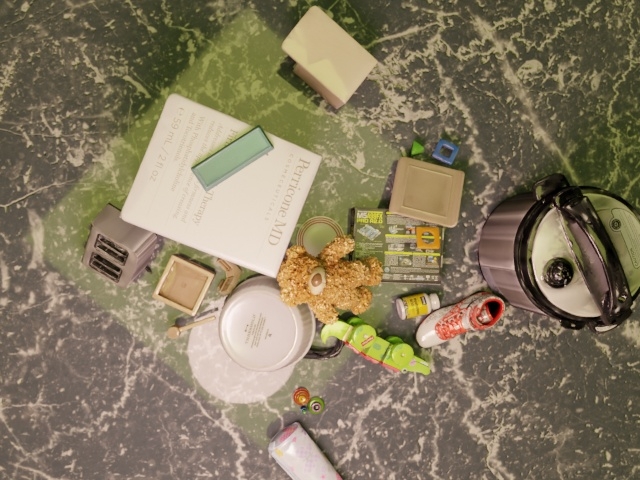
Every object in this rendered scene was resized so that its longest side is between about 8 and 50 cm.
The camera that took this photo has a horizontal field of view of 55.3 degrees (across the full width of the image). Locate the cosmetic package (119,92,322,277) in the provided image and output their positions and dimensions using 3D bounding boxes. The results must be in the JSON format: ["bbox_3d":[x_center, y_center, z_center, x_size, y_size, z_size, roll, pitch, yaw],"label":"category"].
[{"bbox_3d":[-0.248,-0.133,1.589,0.393,0.327,0.329,21,89,-8],"label":"cosmetic package"}]

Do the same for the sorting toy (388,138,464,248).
[{"bbox_3d":[0.303,-0.134,1.754,0.196,0.047,0.348,13,71,1],"label":"sorting toy"}]

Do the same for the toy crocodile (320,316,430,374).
[{"bbox_3d":[0.160,0.306,1.743,0.340,0.115,0.105,28,89,-15],"label":"toy crocodile"}]

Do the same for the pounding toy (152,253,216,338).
[{"bbox_3d":[-0.368,0.169,1.697,0.181,0.094,0.206,26,89,-6],"label":"pounding toy"}]

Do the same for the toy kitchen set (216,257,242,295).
[{"bbox_3d":[-0.279,0.102,1.711,0.075,0.068,0.083,50,42,-27],"label":"toy kitchen set"}]

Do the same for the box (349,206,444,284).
[{"bbox_3d":[0.221,0.016,1.782,0.270,0.060,0.216,2,91,-7],"label":"box"}]

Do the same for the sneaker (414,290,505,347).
[{"bbox_3d":[0.402,0.232,1.766,0.270,0.145,0.090,-29,95,-5],"label":"sneaker"}]

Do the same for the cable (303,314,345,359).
[{"bbox_3d":[-0.007,0.269,1.769,0.184,0.047,0.151,7,80,-17],"label":"cable"}]

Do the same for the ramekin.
[{"bbox_3d":[-0.153,0.234,1.667,0.272,0.127,0.273,0,92,8],"label":"ramekin"}]

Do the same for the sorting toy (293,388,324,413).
[{"bbox_3d":[-0.035,0.474,1.771,0.102,0.042,0.061,33,87,-7],"label":"sorting toy"}]

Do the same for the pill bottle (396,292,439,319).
[{"bbox_3d":[0.286,0.189,1.791,0.116,0.065,0.065,-13,93,-7],"label":"pill bottle"}]

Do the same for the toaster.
[{"bbox_3d":[-0.534,0.021,1.632,0.185,0.110,0.168,33,131,-3],"label":"toaster"}]

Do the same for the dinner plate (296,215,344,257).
[{"bbox_3d":[0.000,0.000,1.777,0.141,0.017,0.141,0,91,-6],"label":"dinner plate"}]

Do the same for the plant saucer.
[{"bbox_3d":[-0.204,-0.192,1.421,0.192,0.018,0.067,-33,95,-5],"label":"plant saucer"}]

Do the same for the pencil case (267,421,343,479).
[{"bbox_3d":[-0.035,0.655,1.739,0.124,0.113,0.273,-36,95,-27],"label":"pencil case"}]

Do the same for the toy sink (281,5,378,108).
[{"bbox_3d":[0.014,-0.507,1.710,0.234,0.131,0.153,38,87,-11],"label":"toy sink"}]

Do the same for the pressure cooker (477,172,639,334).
[{"bbox_3d":[0.662,0.040,1.655,0.369,0.420,0.376,23,88,-6],"label":"pressure cooker"}]

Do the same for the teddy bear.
[{"bbox_3d":[0.043,0.112,1.621,0.245,0.113,0.338,-51,136,3],"label":"teddy bear"}]
